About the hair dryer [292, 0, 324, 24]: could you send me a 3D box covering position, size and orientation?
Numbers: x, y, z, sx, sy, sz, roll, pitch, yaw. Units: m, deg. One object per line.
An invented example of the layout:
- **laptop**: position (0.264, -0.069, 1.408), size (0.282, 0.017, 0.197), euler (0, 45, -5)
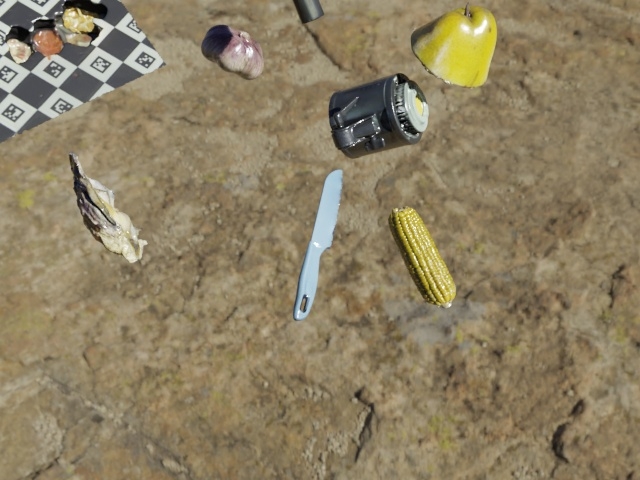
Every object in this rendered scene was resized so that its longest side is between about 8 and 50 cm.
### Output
- **hair dryer**: position (-0.006, -0.804, 2.218), size (0.078, 0.195, 0.248), euler (0, 30, 46)

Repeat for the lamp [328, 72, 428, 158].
- **lamp**: position (0.170, -0.357, 2.045), size (0.272, 0.204, 0.374), euler (-16, 18, 13)

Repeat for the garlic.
- **garlic**: position (-0.205, -0.462, 1.740), size (0.159, 0.102, 0.147), euler (29, 26, -18)

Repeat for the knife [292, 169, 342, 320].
- **knife**: position (0.000, 0.000, 1.252), size (0.045, 0.019, 0.312), euler (22, 62, -16)

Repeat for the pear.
- **pear**: position (0.388, -0.544, 1.922), size (0.267, 0.178, 0.266), euler (19, 47, -21)

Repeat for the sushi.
- **sushi**: position (-0.437, -0.303, 1.152), size (0.290, 0.050, 0.264), euler (-31, 76, -23)

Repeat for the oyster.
- **oyster**: position (-0.564, -0.086, 1.839), size (0.100, 0.275, 0.271), euler (-37, 30, 8)

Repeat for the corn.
- **corn**: position (0.212, 0.035, 1.507), size (0.080, 0.238, 0.080), euler (-27, 2, 1)
